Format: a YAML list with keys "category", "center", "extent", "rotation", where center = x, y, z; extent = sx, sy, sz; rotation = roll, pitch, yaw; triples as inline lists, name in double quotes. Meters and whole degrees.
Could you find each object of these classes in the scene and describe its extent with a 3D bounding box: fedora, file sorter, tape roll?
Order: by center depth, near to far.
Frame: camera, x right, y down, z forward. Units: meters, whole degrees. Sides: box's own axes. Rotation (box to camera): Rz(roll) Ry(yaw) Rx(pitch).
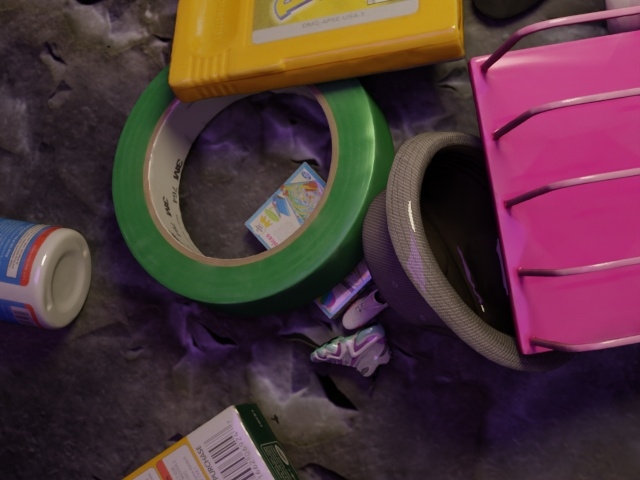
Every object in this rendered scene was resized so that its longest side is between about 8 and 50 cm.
- category: "file sorter"
  center: [0.272, -0.053, 1.021]
  extent: [0.202, 0.182, 0.291]
  rotation: [-10, 88, -4]
- category: "fedora"
  center: [0.146, 0.022, 1.183]
  extent: [0.275, 0.244, 0.124]
  rotation: [41, 139, -19]
- category: "tape roll"
  center: [-0.078, -0.078, 1.281]
  extent: [0.321, 0.077, 0.321]
  rotation: [-6, 72, 20]

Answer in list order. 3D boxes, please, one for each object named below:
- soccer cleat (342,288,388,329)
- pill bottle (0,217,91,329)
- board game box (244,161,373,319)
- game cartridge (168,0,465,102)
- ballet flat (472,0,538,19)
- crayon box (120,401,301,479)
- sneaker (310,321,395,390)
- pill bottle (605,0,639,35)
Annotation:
- category: "soccer cleat"
  center: [0.057, 0.072, 1.274]
  extent: [0.083, 0.035, 0.029]
  rotation: [-33, 77, 11]
- category: "pill bottle"
  center: [-0.401, 0.031, 1.372]
  extent: [0.221, 0.124, 0.124]
  rotation: [9, 88, 17]
- category: "board game box"
  center: [0.000, 0.000, 1.303]
  extent: [0.103, 0.026, 0.154]
  rotation: [-45, 74, 8]
- category: "game cartridge"
  center: [-0.004, -0.299, 1.263]
  extent: [0.323, 0.053, 0.285]
  rotation: [-7, 59, 14]
- category: "ballet flat"
  center: [0.260, -0.363, 1.222]
  extent: [0.095, 0.096, 0.280]
  rotation: [44, 98, 15]
- category: "crayon box"
  center: [-0.163, 0.355, 1.291]
  extent: [0.323, 0.083, 0.203]
  rotation: [-35, 76, 10]
- category: "sneaker"
  center: [0.039, 0.139, 1.274]
  extent: [0.098, 0.038, 0.069]
  rotation: [-24, 94, 31]
- category: "pill bottle"
  center: [0.438, -0.288, 1.122]
  extent: [0.301, 0.169, 0.169]
  rotation: [-1, 85, 17]
